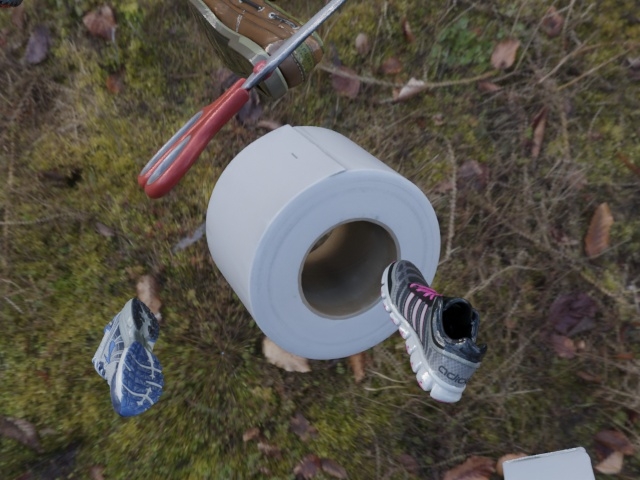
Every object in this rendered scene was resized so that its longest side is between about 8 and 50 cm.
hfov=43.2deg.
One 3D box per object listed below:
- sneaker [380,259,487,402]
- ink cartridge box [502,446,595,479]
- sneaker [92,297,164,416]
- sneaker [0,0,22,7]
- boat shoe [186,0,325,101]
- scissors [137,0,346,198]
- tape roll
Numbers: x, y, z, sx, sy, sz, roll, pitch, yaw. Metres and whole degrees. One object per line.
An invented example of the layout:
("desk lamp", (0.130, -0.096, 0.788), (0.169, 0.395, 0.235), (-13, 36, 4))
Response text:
("sneaker", (0.113, 0.071, 0.780), (0.063, 0.170, 0.075), (22, 121, -31))
("ink cartridge box", (0.343, 0.459, 1.100), (0.121, 0.211, 0.289), (-14, 122, 12))
("sneaker", (-0.183, 0.118, 0.755), (0.058, 0.135, 0.052), (-33, 123, 15))
("sneaker", (-0.525, -0.425, 1.118), (0.262, 0.104, 0.125), (29, 90, -23))
("boat shoe", (-0.094, -0.297, 1.155), (0.104, 0.111, 0.307), (-36, 48, -6))
("scissors", (-0.067, -0.147, 0.741), (0.021, 0.109, 0.297), (41, 100, -20))
("tape roll", (0.000, 0.000, 0.986), (0.246, 0.169, 0.246), (-11, 119, -21))
